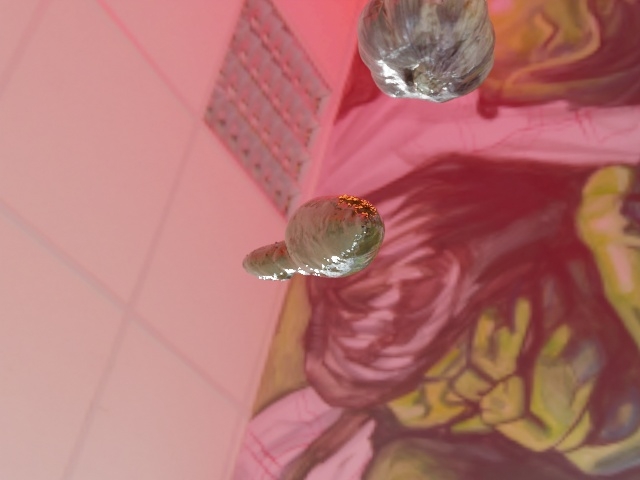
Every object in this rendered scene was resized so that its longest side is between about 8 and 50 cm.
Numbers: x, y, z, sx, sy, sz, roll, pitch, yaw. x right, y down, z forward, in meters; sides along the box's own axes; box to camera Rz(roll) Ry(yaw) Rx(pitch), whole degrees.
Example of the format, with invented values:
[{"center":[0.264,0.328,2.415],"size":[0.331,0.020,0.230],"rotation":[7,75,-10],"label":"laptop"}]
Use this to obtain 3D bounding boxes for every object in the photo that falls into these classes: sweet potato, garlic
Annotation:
[{"center":[0.001,0.000,0.873],"size":[0.075,0.269,0.074],"rotation":[5,-101,-25],"label":"sweet potato"},{"center":[0.106,-0.197,0.989],"size":[0.147,0.159,0.102],"rotation":[22,-116,-11],"label":"garlic"}]
